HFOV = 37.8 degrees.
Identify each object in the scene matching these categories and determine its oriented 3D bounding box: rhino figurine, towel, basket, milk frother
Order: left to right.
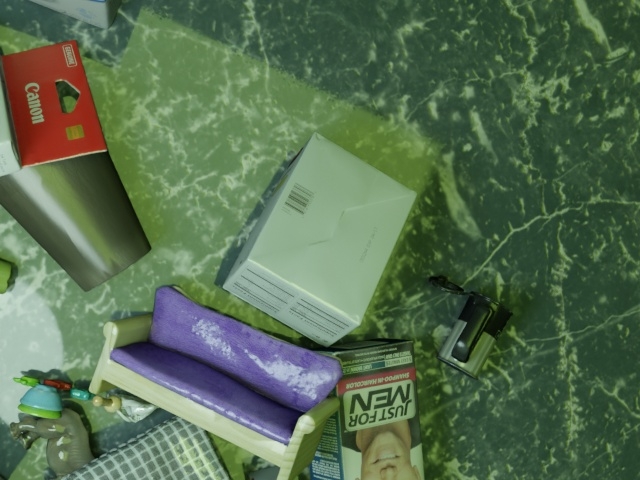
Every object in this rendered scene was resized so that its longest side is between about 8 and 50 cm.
[{"bbox_3d":[-0.403,0.382,1.511,0.106,0.073,0.243,-23,94,-7],"label":"rhino figurine"},{"bbox_3d":[-0.385,-0.045,1.487,0.204,0.154,0.227,-35,99,-23],"label":"basket"},{"bbox_3d":[-0.240,0.441,1.465,0.235,0.121,0.284,-26,86,-35],"label":"towel"},{"bbox_3d":[0.237,0.147,1.634,0.143,0.129,0.135,25,82,34],"label":"milk frother"}]

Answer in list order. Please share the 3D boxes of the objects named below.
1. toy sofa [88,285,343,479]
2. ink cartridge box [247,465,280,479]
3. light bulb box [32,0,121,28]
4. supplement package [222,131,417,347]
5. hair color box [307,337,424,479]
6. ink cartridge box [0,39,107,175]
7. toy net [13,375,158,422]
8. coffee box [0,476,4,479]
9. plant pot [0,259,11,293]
[{"bbox_3d":[-0.156,0.212,1.444,0.362,0.150,0.177,23,99,15],"label":"toy sofa"},{"bbox_3d":[-0.074,0.463,1.551,0.063,0.109,0.151,-9,90,-12],"label":"ink cartridge box"},{"bbox_3d":[-0.444,-0.516,1.377,0.357,0.361,0.225,20,85,-9],"label":"light bulb box"},{"bbox_3d":[0.000,0.000,1.515,0.204,0.145,0.262,31,61,-8],"label":"supplement package"},{"bbox_3d":[0.076,0.346,1.555,0.173,0.105,0.348,-5,90,-35],"label":"hair color box"},{"bbox_3d":[-0.485,-0.218,1.424,0.261,0.066,0.296,-17,50,-11],"label":"ink cartridge box"},{"bbox_3d":[-0.375,0.263,1.509,0.232,0.122,0.045,16,84,-31],"label":"toy net"},{"bbox_3d":[-0.707,0.395,1.318,0.338,0.337,0.334,45,83,-7],"label":"coffee box"},{"bbox_3d":[-0.540,0.054,1.496,0.079,0.083,0.083,13,86,-23],"label":"plant pot"}]
